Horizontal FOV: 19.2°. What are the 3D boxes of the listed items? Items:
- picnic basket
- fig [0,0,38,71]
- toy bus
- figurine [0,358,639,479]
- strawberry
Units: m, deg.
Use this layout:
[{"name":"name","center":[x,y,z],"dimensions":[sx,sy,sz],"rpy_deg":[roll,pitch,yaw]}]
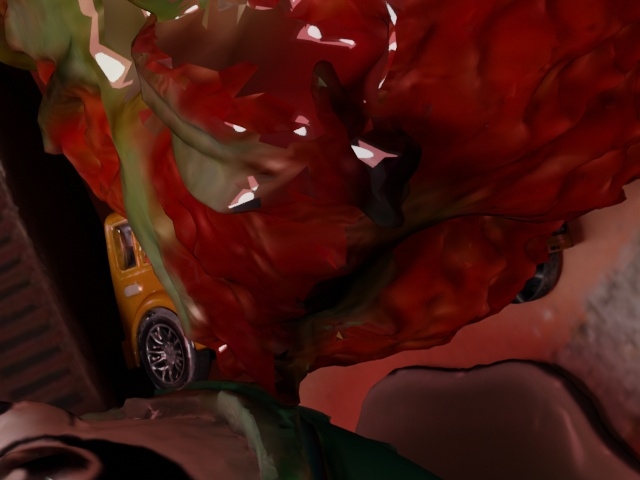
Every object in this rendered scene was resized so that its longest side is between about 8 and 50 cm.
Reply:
[{"name":"picnic basket","center":[-0.162,0.024,0.840],"dimensions":[0.129,0.222,0.297],"rpy_deg":[-27,72,4]},{"name":"fig","center":[-0.094,-0.166,0.748],"dimensions":[0.181,0.181,0.191],"rpy_deg":[8,77,47]},{"name":"toy bus","center":[0.000,0.000,0.730],"dimensions":[0.194,0.083,0.088],"rpy_deg":[-19,85,47]},{"name":"figurine","center":[-0.045,0.157,0.618],"dimensions":[0.323,0.340,0.231],"rpy_deg":[-9,91,50]},{"name":"strawberry","center":[0.022,-0.103,0.549],"dimensions":[0.261,0.257,0.261],"rpy_deg":[48,150,40]}]
